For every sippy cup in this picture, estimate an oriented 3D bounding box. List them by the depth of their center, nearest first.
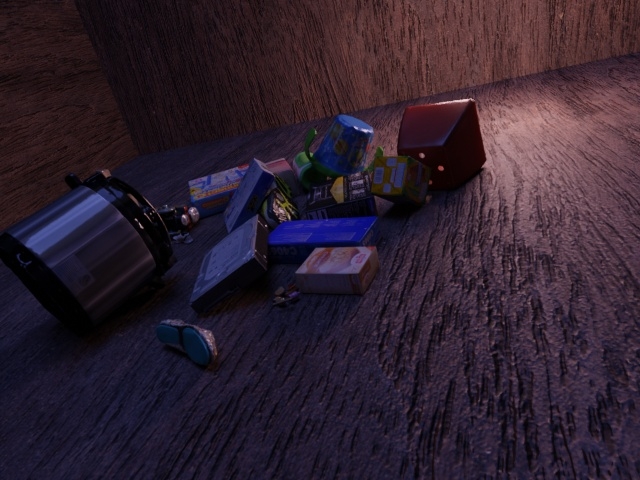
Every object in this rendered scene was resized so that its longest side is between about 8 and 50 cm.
[{"bbox_3d":[0.104,-0.384,1.981,0.240,0.224,0.305,34,29,22],"label":"sippy cup"}]

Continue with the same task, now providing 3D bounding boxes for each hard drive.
[{"bbox_3d":[-0.265,0.061,1.441,0.237,0.064,0.339,-36,22,11],"label":"hard drive"}]

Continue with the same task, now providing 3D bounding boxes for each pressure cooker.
[{"bbox_3d":[-0.666,0.026,1.451,0.375,0.370,0.420,30,56,22],"label":"pressure cooker"}]

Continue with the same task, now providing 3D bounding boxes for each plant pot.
[{"bbox_3d":[0.419,-0.324,1.752,0.267,0.267,0.236,3,43,36],"label":"plant pot"}]

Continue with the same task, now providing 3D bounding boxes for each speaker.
[{"bbox_3d":[-0.051,-0.313,2.154,0.131,0.131,0.296,-17,24,-3],"label":"speaker"}]

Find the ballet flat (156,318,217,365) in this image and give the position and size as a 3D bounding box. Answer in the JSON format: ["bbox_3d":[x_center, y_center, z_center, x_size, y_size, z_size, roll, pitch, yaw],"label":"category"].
[{"bbox_3d":[-0.309,0.235,1.171,0.241,0.091,0.077,13,14,41],"label":"ballet flat"}]

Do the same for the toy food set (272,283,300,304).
[{"bbox_3d":[-0.089,0.147,1.295,0.078,0.019,0.122,-19,14,11],"label":"toy food set"}]

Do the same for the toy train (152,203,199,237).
[{"bbox_3d":[-0.681,-0.089,2.050,0.334,0.142,0.190,-5,16,22],"label":"toy train"}]

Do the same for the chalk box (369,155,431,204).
[{"bbox_3d":[0.285,-0.197,1.633,0.132,0.132,0.213,8,-2,40],"label":"chalk box"}]

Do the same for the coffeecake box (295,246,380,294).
[{"bbox_3d":[0.048,0.079,1.302,0.185,0.068,0.142,-2,27,28],"label":"coffeecake box"}]

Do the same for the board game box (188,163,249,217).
[{"bbox_3d":[-0.449,-0.236,2.242,0.308,0.086,0.302,-19,28,-10],"label":"board game box"}]

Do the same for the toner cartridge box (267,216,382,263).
[{"bbox_3d":[0.000,0.000,1.497,0.348,0.075,0.165,-2,29,29],"label":"toner cartridge box"}]

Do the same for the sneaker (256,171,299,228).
[{"bbox_3d":[-0.183,-0.125,1.857,0.147,0.145,0.384,-42,22,14],"label":"sneaker"}]

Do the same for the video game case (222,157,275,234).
[{"bbox_3d":[-0.280,-0.167,1.853,0.269,0.061,0.244,-59,25,10],"label":"video game case"}]

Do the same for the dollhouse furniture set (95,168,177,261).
[{"bbox_3d":[-0.718,-0.059,1.722,0.303,0.355,0.174,10,35,43],"label":"dollhouse furniture set"}]

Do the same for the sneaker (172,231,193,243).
[{"bbox_3d":[-0.547,-0.015,1.906,0.109,0.044,0.040,1,31,36],"label":"sneaker"}]

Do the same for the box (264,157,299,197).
[{"bbox_3d":[-0.195,-0.266,2.136,0.148,0.127,0.232,-19,24,-6],"label":"box"}]

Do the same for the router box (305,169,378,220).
[{"bbox_3d":[0.077,-0.154,1.779,0.243,0.081,0.309,-12,24,8],"label":"router box"}]
